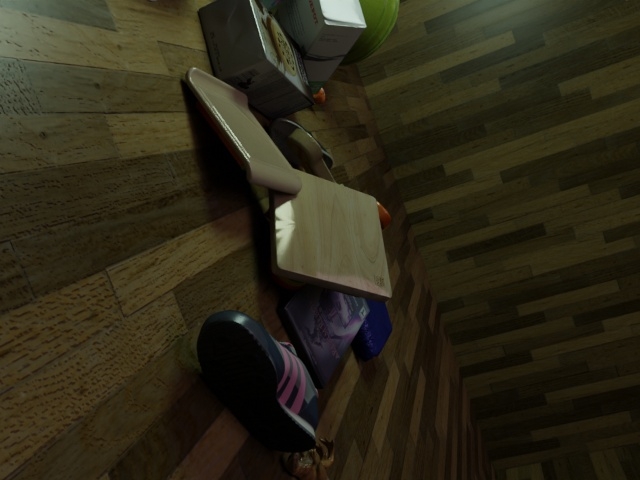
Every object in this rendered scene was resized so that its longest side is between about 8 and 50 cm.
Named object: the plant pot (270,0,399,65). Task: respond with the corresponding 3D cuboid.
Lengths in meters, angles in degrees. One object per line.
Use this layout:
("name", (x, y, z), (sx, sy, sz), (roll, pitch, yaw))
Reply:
("plant pot", (-0.005, -0.731, 1.843), (0.353, 0.366, 0.366), (-4, 76, -61))

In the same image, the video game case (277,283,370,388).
("video game case", (0.016, 0.146, 1.325), (0.274, 0.026, 0.196), (-51, 124, -52))

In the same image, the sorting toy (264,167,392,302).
("sorting toy", (0.000, 0.000, 1.273), (0.255, 0.089, 0.257), (17, 49, -27))

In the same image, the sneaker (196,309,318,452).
("sneaker", (-0.085, 0.184, 0.931), (0.131, 0.112, 0.319), (-82, 159, -45))

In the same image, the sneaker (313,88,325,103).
("sneaker", (-0.039, -0.448, 1.890), (0.175, 0.064, 0.067), (34, 61, -58))

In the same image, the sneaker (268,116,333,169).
("sneaker", (-0.068, -0.249, 1.553), (0.222, 0.083, 0.118), (36, 15, -48))

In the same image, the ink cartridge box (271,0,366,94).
("ink cartridge box", (-0.022, -0.533, 1.586), (0.122, 0.289, 0.211), (-5, 71, -28))

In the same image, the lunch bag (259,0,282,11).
("lunch bag", (-0.174, -0.674, 1.461), (0.279, 0.108, 0.224), (37, 24, -54))

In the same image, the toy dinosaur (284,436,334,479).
("toy dinosaur", (-0.004, 0.407, 1.085), (0.211, 0.064, 0.112), (51, 42, -30))

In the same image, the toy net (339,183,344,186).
("toy net", (0.029, -0.132, 1.772), (0.232, 0.045, 0.122), (-53, 124, -71))

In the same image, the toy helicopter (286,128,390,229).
("toy helicopter", (0.004, -0.130, 1.471), (0.235, 0.140, 0.355), (35, -16, 41))

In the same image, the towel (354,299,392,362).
("towel", (0.095, 0.141, 1.670), (0.308, 0.076, 0.227), (71, 23, -7))

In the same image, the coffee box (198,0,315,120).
("coffee box", (-0.129, -0.395, 1.386), (0.297, 0.119, 0.168), (16, 56, -71))

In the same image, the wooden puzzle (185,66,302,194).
("wooden puzzle", (-0.142, -0.192, 1.173), (0.238, 0.044, 0.221), (59, 17, 13))
